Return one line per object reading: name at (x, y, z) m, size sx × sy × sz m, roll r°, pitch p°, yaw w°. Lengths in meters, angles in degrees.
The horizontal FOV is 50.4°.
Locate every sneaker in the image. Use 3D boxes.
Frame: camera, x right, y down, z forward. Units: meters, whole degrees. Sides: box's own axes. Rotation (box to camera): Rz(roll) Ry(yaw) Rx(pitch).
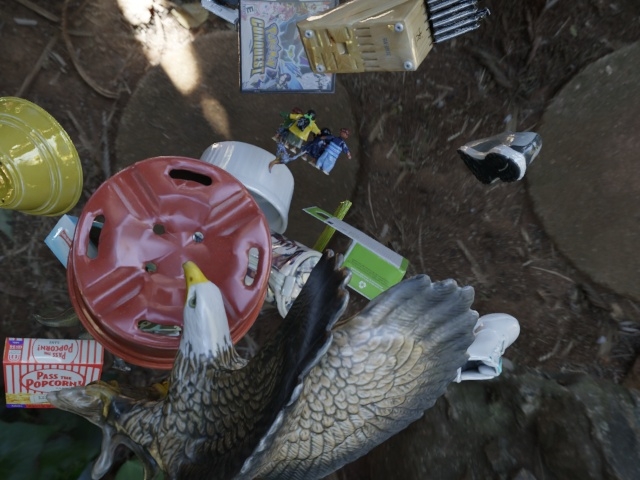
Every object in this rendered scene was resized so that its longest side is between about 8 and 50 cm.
sneaker at (0.395, -0.190, 1.508) m, size 0.108 × 0.271 × 0.100 m, roll -42°, pitch 106°, yaw -7°
sneaker at (0.258, 0.180, 1.074) m, size 0.212 × 0.094 × 0.080 m, roll -17°, pitch 115°, yaw -33°

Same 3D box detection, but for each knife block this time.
knife block at (0.131, -0.378, 1.136) m, size 0.276 × 0.088 × 0.242 m, roll 6°, pitch 44°, yaw 30°

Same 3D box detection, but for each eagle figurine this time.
eagle figurine at (-0.052, 0.117, 0.502) m, size 0.299 × 0.226 × 0.225 m, roll -10°, pitch 124°, yaw 30°

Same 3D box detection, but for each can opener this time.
can opener at (-0.195, -0.615, 1.870) m, size 0.284 × 0.076 × 0.095 m, roll 27°, pitch 133°, yaw -4°

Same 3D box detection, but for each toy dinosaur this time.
toy dinosaur at (-0.473, 0.198, 1.531) m, size 0.314 × 0.121 × 0.160 m, roll 19°, pitch 73°, yaw -5°
toy dinosaur at (-0.074, -0.157, 1.249) m, size 0.090 × 0.082 × 0.047 m, roll -38°, pitch 89°, yaw -12°

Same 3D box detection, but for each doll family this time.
doll family at (-0.014, -0.234, 1.535) m, size 0.193 × 0.076 × 0.111 m, roll 34°, pitch 93°, yaw -3°

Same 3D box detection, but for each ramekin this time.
ramekin at (-0.200, -0.126, 1.719) m, size 0.278 × 0.277 × 0.135 m, roll 14°, pitch 62°, yaw 7°

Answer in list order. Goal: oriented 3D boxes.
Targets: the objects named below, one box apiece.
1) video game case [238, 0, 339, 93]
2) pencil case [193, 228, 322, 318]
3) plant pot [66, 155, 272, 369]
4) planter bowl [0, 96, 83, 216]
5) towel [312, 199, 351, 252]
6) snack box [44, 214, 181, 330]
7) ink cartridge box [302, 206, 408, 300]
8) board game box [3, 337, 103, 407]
video game case at (-0.081, -0.509, 1.720) m, size 0.249 × 0.035 × 0.274 m, roll -2°, pitch 116°, yaw -9°
pencil case at (-0.160, 0.031, 1.518) m, size 0.410 × 0.184 × 0.159 m, roll 28°, pitch 104°, yaw 36°
plant pot at (-0.177, 0.025, 0.812) m, size 0.273 × 0.265 × 0.272 m, roll 2°, pitch 83°, yaw -13°
planter bowl at (-0.510, -0.119, 1.121) m, size 0.217 × 0.090 × 0.217 m, roll 11°, pitch 121°, yaw 19°
towel at (0.000, 0.000, 1.718) m, size 0.021 × 0.102 × 0.237 m, roll 33°, pitch 86°, yaw -10°
snack box at (-0.265, 0.062, 1.094) m, size 0.187 × 0.322 × 0.060 m, roll 45°, pitch 99°, yaw 20°
ink cartridge box at (0.062, 0.028, 1.519) m, size 0.255 × 0.189 × 0.097 m, roll 31°, pitch 99°, yaw 5°
board game box at (-0.444, 0.224, 1.133) m, size 0.147 × 0.193 × 0.045 m, roll 4°, pitch 55°, yaw -19°
